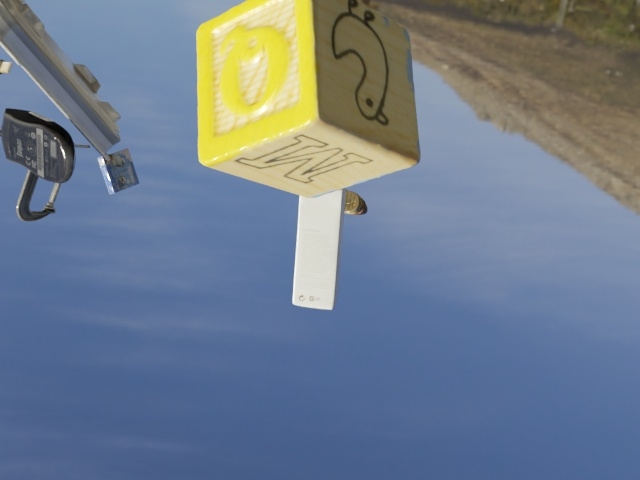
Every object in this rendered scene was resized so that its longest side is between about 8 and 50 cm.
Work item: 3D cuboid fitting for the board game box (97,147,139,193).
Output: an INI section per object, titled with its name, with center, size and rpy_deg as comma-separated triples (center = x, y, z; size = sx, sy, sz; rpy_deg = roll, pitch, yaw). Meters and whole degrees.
[board game box]
center = -0.478, -0.165, 2.286
size = 0.020, 0.090, 0.090
rpy_deg = -9, -167, 34

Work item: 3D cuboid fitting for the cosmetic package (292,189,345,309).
[cosmetic package]
center = 0.000, 0.000, 1.804
size = 0.085, 0.231, 0.117
rpy_deg = 6, -165, 3

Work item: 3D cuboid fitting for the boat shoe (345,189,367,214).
[boat shoe]
center = 0.036, -0.096, 2.249
size = 0.178, 0.064, 0.060
rpy_deg = 24, 177, 39

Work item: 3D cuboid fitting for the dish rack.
[dish rack]
center = -0.459, -0.308, 1.638
size = 0.072, 0.333, 0.285
rpy_deg = -38, -142, -3

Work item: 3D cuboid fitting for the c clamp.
[c clamp]
center = -0.473, -0.104, 1.703
size = 0.022, 0.160, 0.137
rpy_deg = 27, -175, 20

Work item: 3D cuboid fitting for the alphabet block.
[alphabet block]
center = -0.016, -0.177, 1.168
size = 0.193, 0.192, 0.197
rpy_deg = -18, 159, 38

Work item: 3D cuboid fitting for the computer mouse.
[computer mouse]
center = -0.487, -0.205, 1.597
size = 0.262, 0.184, 0.060
rpy_deg = 17, -153, 31
